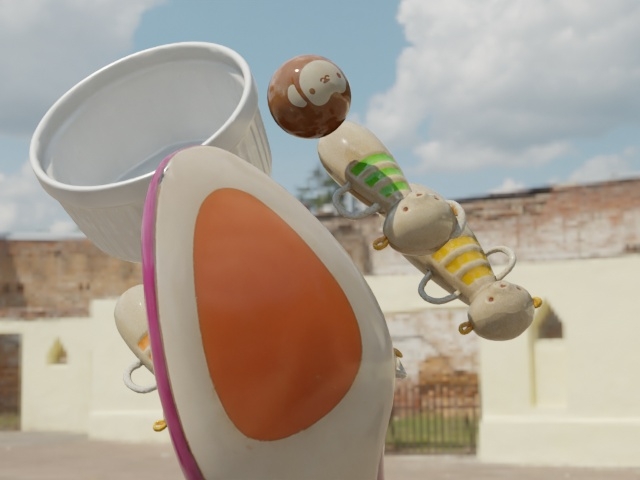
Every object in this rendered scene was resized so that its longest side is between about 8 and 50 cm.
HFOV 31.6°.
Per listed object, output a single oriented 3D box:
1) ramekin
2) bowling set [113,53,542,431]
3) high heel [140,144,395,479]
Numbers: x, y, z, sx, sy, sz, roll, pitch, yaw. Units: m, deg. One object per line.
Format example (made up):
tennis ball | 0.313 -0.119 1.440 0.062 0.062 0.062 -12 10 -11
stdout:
ramekin | -0.140 -0.073 1.007 0.207 0.207 0.109 -4 -47 22
bowling set | 0.000 0.000 0.727 0.287 0.154 0.200 -23 -42 -18
high heel | -0.028 0.137 0.622 0.127 0.377 0.181 -19 2 -27
